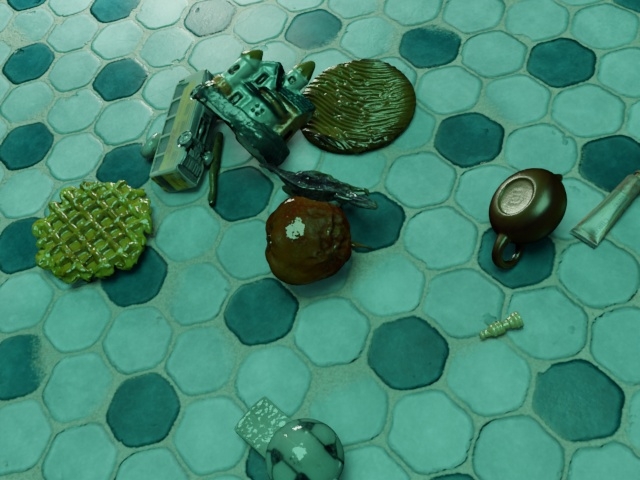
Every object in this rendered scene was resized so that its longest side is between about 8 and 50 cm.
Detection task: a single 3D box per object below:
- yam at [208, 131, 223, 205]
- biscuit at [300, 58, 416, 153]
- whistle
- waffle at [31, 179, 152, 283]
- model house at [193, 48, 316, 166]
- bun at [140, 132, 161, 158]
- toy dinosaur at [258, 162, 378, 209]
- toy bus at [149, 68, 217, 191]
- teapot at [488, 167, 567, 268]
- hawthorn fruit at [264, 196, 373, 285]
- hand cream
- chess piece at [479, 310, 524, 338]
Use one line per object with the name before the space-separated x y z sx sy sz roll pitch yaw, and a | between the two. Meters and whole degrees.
yam | -0.272 -0.189 1.975 0.029 0.027 0.234 -26 49 35
biscuit | 0.091 -0.355 1.992 0.317 0.040 0.318 -6 57 9
whistle | -0.055 0.398 1.471 0.289 0.163 0.163 34 70 28
waffle | -0.574 -0.023 1.918 0.324 0.068 0.302 -4 57 12
model house | -0.127 -0.364 1.915 0.253 0.184 0.291 43 83 15
bun | -0.445 -0.250 2.035 0.045 0.083 0.083 36 65 -14
toy dinosaur | 0.004 -0.123 1.787 0.294 0.162 0.077 9 92 19
toy bus | -0.345 -0.289 2.010 0.138 0.097 0.343 -13 53 30
teapot | 0.454 -0.047 1.667 0.252 0.135 0.178 -62 29 -5
hawthorn fruit | 0.000 0.000 1.702 0.243 0.207 0.208 4 57 -9
hand cream | 0.642 -0.074 1.684 0.210 0.043 0.067 -45 59 -10
chess piece | 0.373 0.181 1.586 0.092 0.035 0.035 -25 56 1
